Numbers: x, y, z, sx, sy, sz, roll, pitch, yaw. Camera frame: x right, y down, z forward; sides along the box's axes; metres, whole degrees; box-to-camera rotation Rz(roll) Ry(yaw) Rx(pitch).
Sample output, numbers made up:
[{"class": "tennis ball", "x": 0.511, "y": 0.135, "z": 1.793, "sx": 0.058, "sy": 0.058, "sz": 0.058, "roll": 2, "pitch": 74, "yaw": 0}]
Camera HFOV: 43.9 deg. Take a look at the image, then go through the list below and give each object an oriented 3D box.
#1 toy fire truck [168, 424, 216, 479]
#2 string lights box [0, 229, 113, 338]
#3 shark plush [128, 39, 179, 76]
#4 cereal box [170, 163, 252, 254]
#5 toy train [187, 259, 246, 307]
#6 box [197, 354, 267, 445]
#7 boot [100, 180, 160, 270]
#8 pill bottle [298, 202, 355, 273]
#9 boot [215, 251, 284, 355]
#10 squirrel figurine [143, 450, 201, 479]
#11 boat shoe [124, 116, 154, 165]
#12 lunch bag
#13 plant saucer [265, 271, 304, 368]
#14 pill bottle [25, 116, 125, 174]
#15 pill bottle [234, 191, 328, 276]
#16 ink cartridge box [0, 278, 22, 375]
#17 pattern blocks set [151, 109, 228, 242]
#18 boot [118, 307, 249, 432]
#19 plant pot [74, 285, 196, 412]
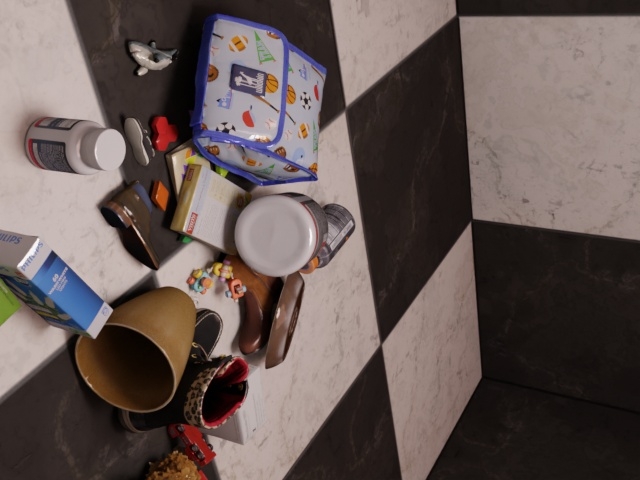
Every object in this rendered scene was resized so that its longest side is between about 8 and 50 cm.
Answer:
[{"class": "toy fire truck", "x": -0.341, "y": 0.553, "z": 2.070, "sx": 0.192, "sy": 0.135, "sz": 0.047, "roll": 54, "pitch": 38, "yaw": 2}, {"class": "string lights box", "x": -0.539, "y": 0.085, "z": 1.560, "sx": 0.076, "sy": 0.133, "sz": 0.259, "roll": -64, "pitch": 146, "yaw": -26}, {"class": "shark plush", "x": -0.367, "y": -0.428, "z": 1.802, "sx": 0.161, "sy": 0.073, "sz": 0.067, "roll": -31, "pitch": 94, "yaw": -48}, {"class": "cereal box", "x": -0.271, "y": -0.075, "z": 2.012, "sx": 0.240, "sy": 0.047, "sz": 0.172, "roll": 32, "pitch": 71, "yaw": -58}, {"class": "toy train", "x": -0.265, "y": 0.120, "z": 2.076, "sx": 0.166, "sy": 0.046, "sz": 0.125, "roll": -15, "pitch": 107, "yaw": -35}, {"class": "box", "x": -0.253, "y": 0.418, "z": 2.100, "sx": 0.119, "sy": 0.182, "sz": 0.180, "roll": -39, "pitch": 131, "yaw": -50}, {"class": "boot", "x": -0.404, "y": -0.033, "z": 1.815, "sx": 0.106, "sy": 0.082, "sz": 0.219, "roll": -57, "pitch": 141, "yaw": -31}, {"class": "pill bottle", "x": 0.000, "y": 0.000, "z": 2.476, "sx": 0.245, "sy": 0.131, "sz": 0.130, "roll": -49, "pitch": 138, "yaw": -41}, {"class": "boot", "x": -0.207, "y": 0.148, "z": 2.196, "sx": 0.264, "sy": 0.096, "sz": 0.280, "roll": -62, "pitch": 143, "yaw": -24}, {"class": "squirrel figurine", "x": -0.358, "y": 0.727, "z": 1.929, "sx": 0.370, "sy": 0.281, "sz": 0.396, "roll": 41, "pitch": 65, "yaw": -63}, {"class": "boat shoe", "x": -0.405, "y": -0.229, "z": 1.793, "sx": 0.038, "sy": 0.046, "sz": 0.125, "roll": -53, "pitch": 143, "yaw": -39}, {"class": "lunch bag", "x": -0.162, "y": -0.341, "z": 1.985, "sx": 0.385, "sy": 0.239, "sz": 0.327, "roll": 24, "pitch": 66, "yaw": -53}, {"class": "plant saucer", "x": -0.098, "y": 0.230, "z": 2.320, "sx": 0.310, "sy": 0.050, "sz": 0.310, "roll": 15, "pitch": 90, "yaw": -85}, {"class": "pill bottle", "x": -0.475, "y": -0.182, "z": 1.550, "sx": 0.108, "sy": 0.180, "sz": 0.107, "roll": -25, "pitch": 119, "yaw": -55}, {"class": "pill bottle", "x": -0.090, "y": -0.025, "z": 2.147, "sx": 0.363, "sy": 0.210, "sz": 0.210, "roll": -28, "pitch": 125, "yaw": -80}, {"class": "ink cartridge box", "x": -0.633, "y": 0.173, "z": 1.400, "sx": 0.255, "sy": 0.097, "sz": 0.188, "roll": -51, "pitch": 148, "yaw": -27}, {"class": "pattern blocks set", "x": -0.322, "y": -0.160, "z": 1.975, "sx": 0.285, "sy": 0.026, "sz": 0.324, "roll": -25, "pitch": 119, "yaw": -56}, {"class": "boot", "x": -0.282, "y": 0.306, "z": 1.899, "sx": 0.377, "sy": 0.284, "sz": 0.138, "roll": -51, "pitch": 122, "yaw": -41}, {"class": "plant pot", "x": -0.388, "y": 0.217, "z": 1.806, "sx": 0.254, "sy": 0.237, "sz": 0.237, "roll": -62, "pitch": 149, "yaw": -58}]
